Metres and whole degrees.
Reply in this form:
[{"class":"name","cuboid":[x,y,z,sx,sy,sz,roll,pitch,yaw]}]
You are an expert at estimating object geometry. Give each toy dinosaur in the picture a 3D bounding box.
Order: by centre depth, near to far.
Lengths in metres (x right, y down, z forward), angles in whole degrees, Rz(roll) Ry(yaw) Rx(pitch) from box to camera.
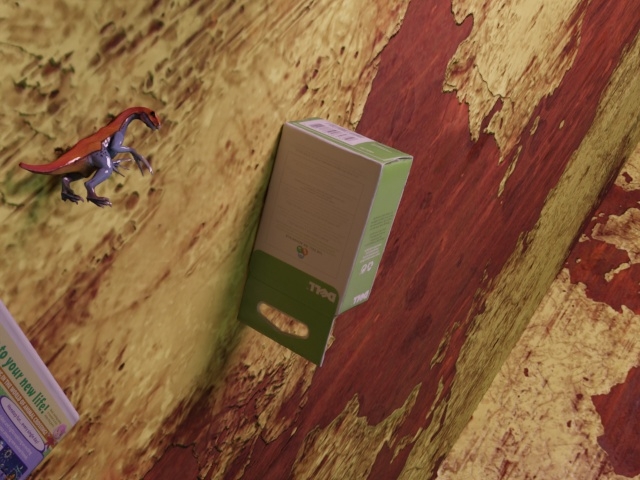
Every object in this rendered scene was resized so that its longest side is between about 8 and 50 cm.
[{"class":"toy dinosaur","cuboid":[-0.139,-0.062,0.566,0.090,0.047,0.082,44,54,-54]}]

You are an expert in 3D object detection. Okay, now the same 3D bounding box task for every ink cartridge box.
[{"class":"ink cartridge box","cuboid":[0.000,0.000,0.817,0.062,0.109,0.209,-19,130,-56]}]

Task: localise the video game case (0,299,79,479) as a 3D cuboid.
[{"class":"video game case","cuboid":[-0.255,0.132,0.537,0.193,0.023,0.212,-50,151,-28]}]
